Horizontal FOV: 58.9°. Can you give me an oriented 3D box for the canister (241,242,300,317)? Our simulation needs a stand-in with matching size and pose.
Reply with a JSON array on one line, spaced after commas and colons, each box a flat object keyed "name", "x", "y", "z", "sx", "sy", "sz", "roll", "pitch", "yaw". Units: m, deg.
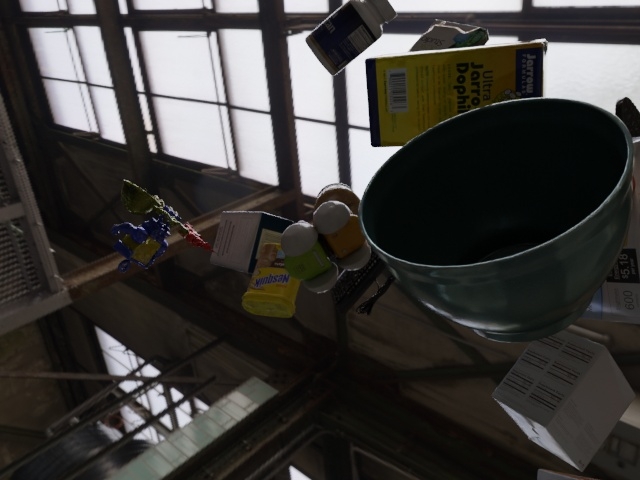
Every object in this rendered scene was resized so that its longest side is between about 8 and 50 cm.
[{"name": "canister", "x": -0.107, "y": 0.093, "z": 1.377, "sx": 0.073, "sy": 0.126, "sz": 0.170, "roll": 69, "pitch": -150, "yaw": -52}]

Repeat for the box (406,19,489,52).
[{"name": "box", "x": 0.417, "y": -0.656, "z": 2.046, "sx": 0.322, "sy": 0.232, "sz": 0.058, "roll": -51, "pitch": -41, "yaw": -11}]

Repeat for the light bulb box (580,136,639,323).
[{"name": "light bulb box", "x": 0.580, "y": -0.028, "z": 1.250, "sx": 0.225, "sy": 0.361, "sz": 0.357, "roll": -15, "pitch": -84, "yaw": -33}]

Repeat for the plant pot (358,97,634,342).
[{"name": "plant pot", "x": 0.217, "y": -0.005, "z": 0.672, "sx": 0.293, "sy": 0.293, "sz": 0.196, "roll": -49, "pitch": -52, "yaw": -25}]

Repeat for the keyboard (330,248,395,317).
[{"name": "keyboard", "x": 0.149, "y": 0.100, "z": 1.709, "sx": 0.033, "sy": 0.201, "sz": 0.317, "roll": 21, "pitch": -64, "yaw": -38}]

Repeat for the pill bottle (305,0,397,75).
[{"name": "pill bottle", "x": 0.061, "y": -0.411, "z": 1.105, "sx": 0.169, "sy": 0.094, "sz": 0.094, "roll": -37, "pitch": -38, "yaw": 14}]

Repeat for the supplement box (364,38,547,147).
[{"name": "supplement box", "x": 0.299, "y": -0.318, "z": 1.234, "sx": 0.194, "sy": 0.357, "sz": 0.195, "roll": -40, "pitch": -52, "yaw": -59}]

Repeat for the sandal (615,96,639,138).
[{"name": "sandal", "x": 0.864, "y": -0.181, "z": 1.587, "sx": 0.167, "sy": 0.107, "sz": 0.445, "roll": -46, "pitch": -61, "yaw": -37}]

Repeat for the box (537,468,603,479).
[{"name": "box", "x": 0.375, "y": 0.371, "z": 0.642, "sx": 0.345, "sy": 0.215, "sz": 0.168, "roll": 58, "pitch": -140, "yaw": -67}]

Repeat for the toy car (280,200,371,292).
[{"name": "toy car", "x": 0.000, "y": 0.000, "z": 1.134, "sx": 0.182, "sy": 0.136, "sz": 0.159, "roll": -34, "pitch": -53, "yaw": -4}]

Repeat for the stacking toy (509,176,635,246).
[{"name": "stacking toy", "x": 0.349, "y": -0.091, "z": 0.913, "sx": 0.309, "sy": 0.280, "sz": 0.130, "roll": -2, "pitch": -70, "yaw": -53}]

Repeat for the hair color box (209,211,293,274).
[{"name": "hair color box", "x": -0.212, "y": 0.009, "z": 1.679, "sx": 0.105, "sy": 0.347, "sz": 0.173, "roll": 16, "pitch": -95, "yaw": -28}]

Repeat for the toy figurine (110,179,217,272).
[{"name": "toy figurine", "x": -0.460, "y": 0.011, "z": 1.511, "sx": 0.217, "sy": 0.191, "sz": 0.362, "roll": -46, "pitch": -17, "yaw": -5}]

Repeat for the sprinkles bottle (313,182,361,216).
[{"name": "sprinkles bottle", "x": 0.045, "y": -0.085, "z": 1.483, "sx": 0.355, "sy": 0.121, "sz": 0.121, "roll": -86, "pitch": 9, "yaw": -82}]

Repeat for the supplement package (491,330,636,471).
[{"name": "supplement package", "x": 0.511, "y": 0.325, "z": 1.192, "sx": 0.203, "sy": 0.149, "sz": 0.194, "roll": -48, "pitch": -61, "yaw": -11}]
